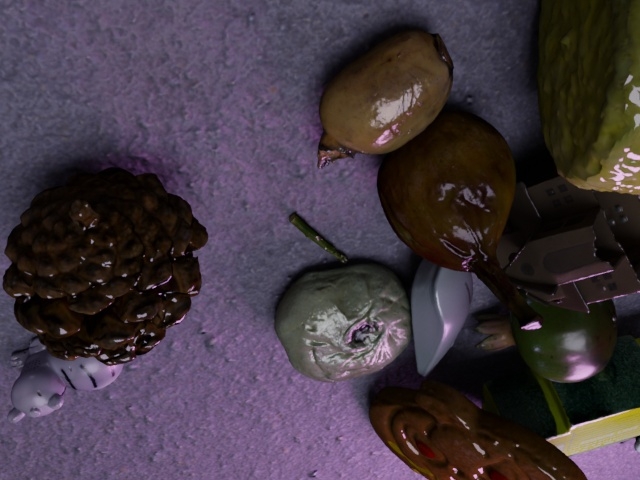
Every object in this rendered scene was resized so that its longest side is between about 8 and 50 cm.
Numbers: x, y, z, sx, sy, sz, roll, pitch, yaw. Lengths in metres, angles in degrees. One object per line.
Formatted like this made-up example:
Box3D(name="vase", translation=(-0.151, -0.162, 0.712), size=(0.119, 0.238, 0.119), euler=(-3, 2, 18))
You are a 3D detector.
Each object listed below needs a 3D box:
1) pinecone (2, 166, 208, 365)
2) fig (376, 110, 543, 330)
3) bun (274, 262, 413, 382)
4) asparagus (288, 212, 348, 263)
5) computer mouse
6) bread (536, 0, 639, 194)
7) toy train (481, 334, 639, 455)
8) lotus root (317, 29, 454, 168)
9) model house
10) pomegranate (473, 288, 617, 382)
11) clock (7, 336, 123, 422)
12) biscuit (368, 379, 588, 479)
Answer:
Box3D(name="pinecone", translation=(-0.259, 0.031, 0.908), size=(0.243, 0.243, 0.257), euler=(-7, 172, -9))
Box3D(name="fig", translation=(0.172, -0.028, 0.928), size=(0.190, 0.290, 0.191), euler=(-2, 135, -2))
Box3D(name="bun", translation=(0.039, 0.136, 1.137), size=(0.221, 0.108, 0.221), euler=(-7, 129, -9))
Box3D(name="asparagus", translation=(0.000, 0.000, 1.079), size=(0.015, 0.018, 0.127), euler=(-20, 135, 35))
Box3D(name="computer mouse", translation=(0.192, 0.112, 1.146), size=(0.079, 0.128, 0.231), euler=(15, 138, 25))
Box3D(name="bread", translation=(0.416, -0.200, 0.828), size=(0.307, 0.348, 0.348), euler=(-5, 129, -6))
Box3D(name="toy train", translation=(0.483, 0.298, 1.316), size=(0.442, 0.179, 0.272), euler=(-15, 142, -3))
Box3D(name="lotus root", translation=(0.069, -0.165, 0.906), size=(0.221, 0.118, 0.125), euler=(-40, 110, 14))
Box3D(name="model house", translation=(0.307, 0.003, 1.045), size=(0.243, 0.204, 0.211), euler=(-21, 102, 42))
Box3D(name="pomegranate", translation=(0.361, 0.137, 1.198), size=(0.225, 0.187, 0.187), euler=(-14, 134, 28))
Box3D(name="clock", translation=(-0.364, 0.191, 1.068), size=(0.176, 0.117, 0.080), euler=(-21, 130, 1))
Box3D(name="biscuit", translation=(0.246, 0.360, 1.229), size=(0.070, 0.394, 0.350), euler=(-53, 125, -27))
